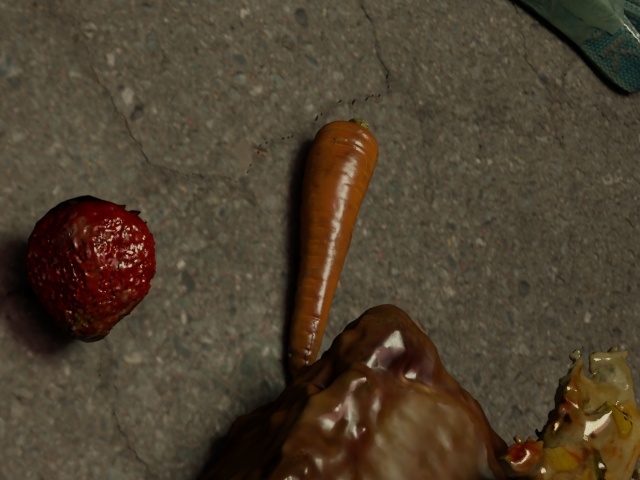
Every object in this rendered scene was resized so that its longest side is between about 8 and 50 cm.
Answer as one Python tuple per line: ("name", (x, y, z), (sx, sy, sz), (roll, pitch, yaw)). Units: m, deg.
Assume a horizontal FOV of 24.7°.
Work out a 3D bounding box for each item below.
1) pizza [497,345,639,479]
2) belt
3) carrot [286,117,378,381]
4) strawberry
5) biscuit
("pizza", (0.196, 0.209, 1.086), (0.189, 0.071, 0.297), (49, 46, -18))
("belt", (0.268, -0.259, 1.566), (0.302, 0.072, 0.087), (30, 54, -29))
("carrot", (0.000, 0.000, 1.241), (0.061, 0.061, 0.256), (30, 61, -29))
("strawberry", (-0.164, 0.021, 1.053), (0.106, 0.106, 0.106), (17, 62, -36))
("biscuit", (0.031, 0.295, 1.062), (0.342, 0.166, 0.395), (49, 46, -12))
